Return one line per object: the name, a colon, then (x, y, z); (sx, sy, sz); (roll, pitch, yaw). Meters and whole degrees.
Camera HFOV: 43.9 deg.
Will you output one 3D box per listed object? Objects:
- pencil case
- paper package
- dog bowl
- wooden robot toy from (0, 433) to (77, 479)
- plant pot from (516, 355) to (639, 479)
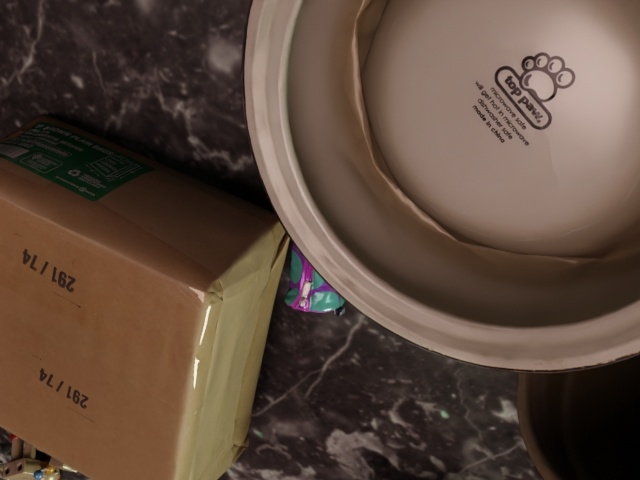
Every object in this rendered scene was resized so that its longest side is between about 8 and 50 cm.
pencil case: (0.000, 0.000, 0.796); (0.065, 0.070, 0.151); (13, 117, 17)
paper package: (-0.221, 0.071, 0.820); (0.325, 0.168, 0.309); (23, 121, 16)
dog bowl: (0.148, -0.109, 0.616); (0.408, 0.150, 0.407); (13, 118, 25)
wooden robot toy: (-0.378, 0.301, 1.079); (0.173, 0.076, 0.079); (-19, 143, 24)
plant pot: (0.371, 0.149, 0.644); (0.323, 0.323, 0.280); (-33, 119, 28)
